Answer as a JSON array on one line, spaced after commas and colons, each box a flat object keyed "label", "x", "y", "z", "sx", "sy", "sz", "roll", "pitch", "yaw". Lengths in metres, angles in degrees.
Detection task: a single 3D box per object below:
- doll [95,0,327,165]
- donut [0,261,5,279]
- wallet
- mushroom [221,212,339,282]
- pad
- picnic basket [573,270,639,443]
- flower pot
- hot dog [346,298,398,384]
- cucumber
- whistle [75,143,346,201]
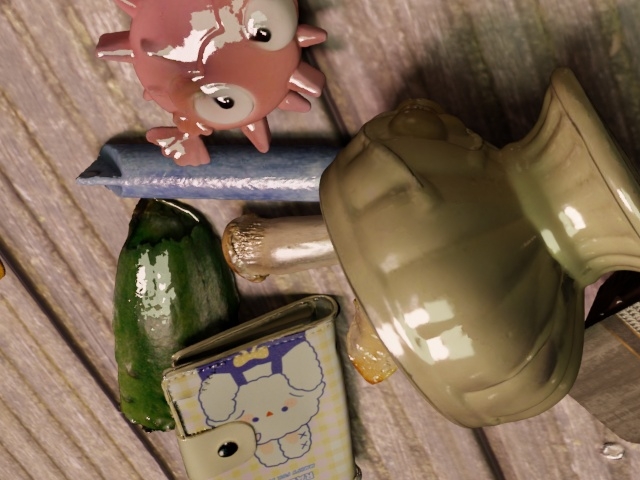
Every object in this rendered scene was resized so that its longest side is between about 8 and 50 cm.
[{"label": "doll", "x": -0.101, "y": -0.171, "z": 1.041, "sx": 0.211, "sy": 0.093, "sz": 0.262, "roll": 22, "pitch": 131, "yaw": -12}, {"label": "donut", "x": -0.450, "y": 0.041, "z": 1.378, "sx": 0.097, "sy": 0.043, "sz": 0.108, "roll": 37, "pitch": 127, "yaw": -18}, {"label": "wallet", "x": -0.065, "y": 0.220, "z": 1.358, "sx": 0.223, "sy": 0.077, "sz": 0.309, "roll": -17, "pitch": 131, "yaw": -9}, {"label": "mushroom", "x": 0.000, "y": 0.000, "z": 1.193, "sx": 0.209, "sy": 0.071, "sz": 0.084, "roll": -8, "pitch": 135, "yaw": 18}, {"label": "pad", "x": 0.396, "y": 0.176, "z": 1.060, "sx": 0.250, "sy": 0.055, "sz": 0.323, "roll": -37, "pitch": 93, "yaw": 38}, {"label": "picnic basket", "x": 0.392, "y": 0.073, "z": 1.099, "sx": 0.222, "sy": 0.129, "sz": 0.297, "roll": 38, "pitch": 130, "yaw": -16}, {"label": "flower pot", "x": 0.170, "y": -0.009, "z": 0.996, "sx": 0.244, "sy": 0.307, "sz": 0.307, "roll": -30, "pitch": 119, "yaw": 15}, {"label": "hot dog", "x": 0.071, "y": 0.088, "z": 1.252, "sx": 0.078, "sy": 0.061, "sz": 0.169, "roll": 17, "pitch": 133, "yaw": 2}, {"label": "cucumber", "x": -0.174, "y": 0.101, "z": 1.315, "sx": 0.145, "sy": 0.105, "sz": 0.325, "roll": 11, "pitch": 131, "yaw": 7}, {"label": "whistle", "x": -0.105, "y": -0.072, "z": 1.159, "sx": 0.304, "sy": 0.062, "sz": 0.062, "roll": 2, "pitch": 132, "yaw": 15}]
